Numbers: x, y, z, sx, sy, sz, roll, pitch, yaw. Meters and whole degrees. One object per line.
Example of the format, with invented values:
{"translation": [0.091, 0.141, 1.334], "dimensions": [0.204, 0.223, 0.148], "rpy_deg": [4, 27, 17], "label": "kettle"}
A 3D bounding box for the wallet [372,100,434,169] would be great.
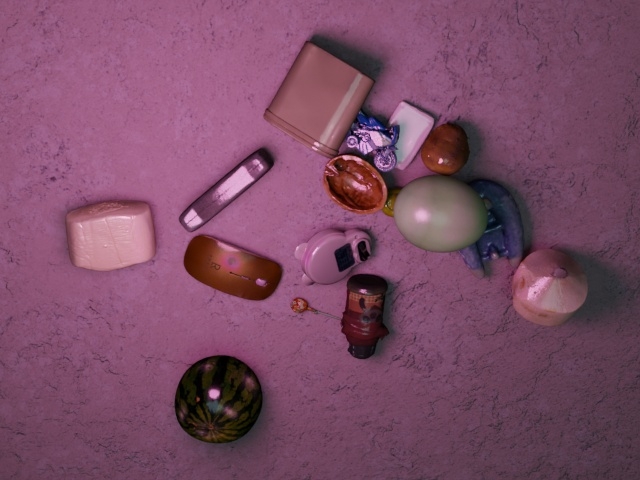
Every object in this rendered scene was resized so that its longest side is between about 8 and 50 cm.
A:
{"translation": [0.245, -0.309, 1.790], "dimensions": [0.124, 0.032, 0.182], "rpy_deg": [28, 110, -6], "label": "wallet"}

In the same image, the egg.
{"translation": [0.341, -0.074, 1.721], "dimensions": [0.270, 0.220, 0.220], "rpy_deg": [15, 110, -12], "label": "egg"}

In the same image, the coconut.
{"translation": [0.703, 0.142, 1.872], "dimensions": [0.242, 0.241, 0.241], "rpy_deg": [-1, 111, -2], "label": "coconut"}

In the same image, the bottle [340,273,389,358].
{"translation": [0.147, 0.251, 1.948], "dimensions": [0.156, 0.143, 0.271], "rpy_deg": [11, 110, 21], "label": "bottle"}

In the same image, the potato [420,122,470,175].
{"translation": [0.362, -0.257, 1.747], "dimensions": [0.137, 0.175, 0.137], "rpy_deg": [24, 147, 17], "label": "potato"}

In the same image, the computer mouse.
{"translation": [-0.276, 0.088, 1.906], "dimensions": [0.311, 0.071, 0.158], "rpy_deg": [23, 111, -11], "label": "computer mouse"}

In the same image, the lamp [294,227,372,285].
{"translation": [0.041, 0.037, 1.875], "dimensions": [0.246, 0.108, 0.179], "rpy_deg": [-22, 129, -12], "label": "lamp"}

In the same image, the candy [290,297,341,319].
{"translation": [-0.013, 0.235, 1.994], "dimensions": [0.185, 0.049, 0.055], "rpy_deg": [21, 139, -16], "label": "candy"}

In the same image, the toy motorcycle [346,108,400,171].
{"translation": [0.139, -0.319, 1.742], "dimensions": [0.254, 0.092, 0.135], "rpy_deg": [41, 106, 3], "label": "toy motorcycle"}

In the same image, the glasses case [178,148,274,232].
{"translation": [-0.277, -0.148, 1.780], "dimensions": [0.323, 0.131, 0.074], "rpy_deg": [-38, 99, 12], "label": "glasses case"}

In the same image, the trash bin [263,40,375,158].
{"translation": [-0.005, -0.391, 1.679], "dimensions": [0.243, 0.121, 0.247], "rpy_deg": [32, 104, 11], "label": "trash bin"}

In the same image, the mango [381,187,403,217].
{"translation": [0.255, -0.116, 1.846], "dimensions": [0.165, 0.074, 0.091], "rpy_deg": [-1, 105, -15], "label": "mango"}

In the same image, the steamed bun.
{"translation": [-0.622, -0.018, 1.805], "dimensions": [0.250, 0.154, 0.199], "rpy_deg": [-5, 115, -7], "label": "steamed bun"}

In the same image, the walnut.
{"translation": [0.109, -0.173, 1.803], "dimensions": [0.211, 0.087, 0.167], "rpy_deg": [38, 119, -3], "label": "walnut"}

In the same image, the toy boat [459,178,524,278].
{"translation": [0.522, -0.029, 1.863], "dimensions": [0.216, 0.123, 0.329], "rpy_deg": [-14, 112, 5], "label": "toy boat"}

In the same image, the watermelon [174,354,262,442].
{"translation": [-0.331, 0.514, 1.959], "dimensions": [0.286, 0.285, 0.284], "rpy_deg": [-1, 111, -2], "label": "watermelon"}
